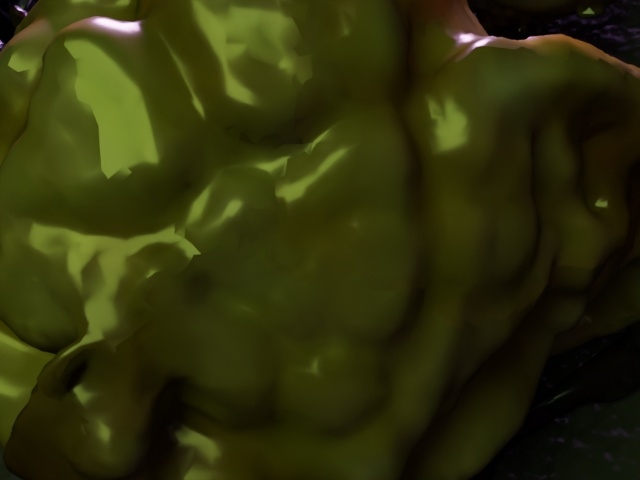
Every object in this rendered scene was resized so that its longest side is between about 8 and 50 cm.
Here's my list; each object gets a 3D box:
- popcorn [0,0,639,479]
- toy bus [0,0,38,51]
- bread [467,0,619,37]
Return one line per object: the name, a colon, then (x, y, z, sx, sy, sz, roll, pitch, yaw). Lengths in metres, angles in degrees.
popcorn: (0.000, 0.000, 0.468, 0.381, 0.349, 0.349, 22, 73, -6)
toy bus: (-0.277, -0.185, 0.792, 0.175, 0.138, 0.288, 12, 71, 31)
bread: (0.055, -0.239, 0.627, 0.324, 0.167, 0.277, 4, 57, 25)
